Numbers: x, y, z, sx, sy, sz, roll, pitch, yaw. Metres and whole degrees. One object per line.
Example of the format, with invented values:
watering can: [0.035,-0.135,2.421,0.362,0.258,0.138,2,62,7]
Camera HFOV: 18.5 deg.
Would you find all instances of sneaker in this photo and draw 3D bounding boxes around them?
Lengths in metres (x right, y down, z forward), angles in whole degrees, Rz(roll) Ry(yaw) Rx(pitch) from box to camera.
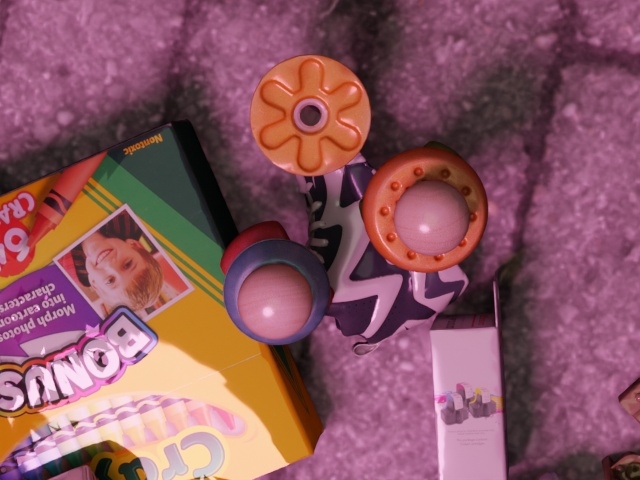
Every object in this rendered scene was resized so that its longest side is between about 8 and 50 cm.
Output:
sneaker: [0.000,0.000,1.713,0.153,0.094,0.235,-42,100,0]

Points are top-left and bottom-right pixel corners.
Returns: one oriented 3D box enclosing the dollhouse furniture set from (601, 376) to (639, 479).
dollhouse furniture set: [0.321,0.180,1.681,0.151,0.123,0.144,-42,90,8]

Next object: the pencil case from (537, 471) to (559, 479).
pencil case: [0.100,0.289,1.705,0.273,0.113,0.124,-16,116,-1]

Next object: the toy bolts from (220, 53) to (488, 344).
toy bolts: [-0.001,-0.022,1.584,0.228,0.158,0.218,-44,96,5]

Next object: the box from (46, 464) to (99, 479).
box: [-0.182,0.329,1.699,0.113,0.094,0.275,-23,126,8]

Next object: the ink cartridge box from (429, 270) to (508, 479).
ink cartridge box: [0.129,0.122,1.706,0.061,0.104,0.181,-3,94,6]

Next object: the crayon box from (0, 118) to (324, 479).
crayon box: [-0.225,0.106,1.742,0.363,0.106,0.313,-23,93,8]
